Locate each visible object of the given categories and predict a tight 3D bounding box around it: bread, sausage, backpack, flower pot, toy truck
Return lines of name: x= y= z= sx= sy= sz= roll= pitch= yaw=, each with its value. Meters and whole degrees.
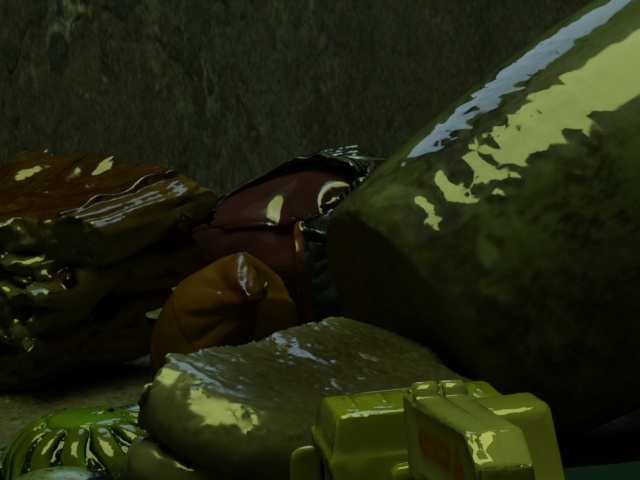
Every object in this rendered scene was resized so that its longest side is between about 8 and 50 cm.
bread: x=-0.309 y=0.051 z=1.763 sx=0.314 sy=0.192 sz=0.370 roll=9 pitch=26 yaw=44
sausage: x=-0.064 y=0.078 z=1.239 sx=0.112 sy=0.112 sz=0.328 roll=-5 pitch=-17 yaw=-4
backpack: x=0.000 y=0.000 z=1.921 sx=0.317 sy=0.197 sz=0.283 roll=-2 pitch=8 yaw=25
bread: x=0.024 y=0.121 z=1.080 sx=0.183 sy=0.102 sz=0.337 roll=16 pitch=8 yaw=20
flower pot: x=0.197 y=-0.005 z=1.306 sx=0.330 sy=0.294 sz=0.293 roll=-33 pitch=16 yaw=-18
toy truck: x=0.061 y=0.136 z=0.824 sx=0.124 sy=0.157 sz=0.272 roll=-4 pitch=7 yaw=-8
bread: x=-0.156 y=0.152 z=1.239 sx=0.130 sy=0.071 sz=0.139 roll=-12 pitch=8 yaw=-23

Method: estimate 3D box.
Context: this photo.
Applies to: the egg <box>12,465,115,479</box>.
egg: x=-0.139 y=0.168 z=1.002 sx=0.110 sy=0.085 sz=0.085 roll=1 pitch=3 yaw=-30

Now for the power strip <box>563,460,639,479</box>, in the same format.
power strip: x=0.200 y=0.157 z=1.108 sx=0.123 sy=0.032 sz=0.056 roll=-5 pitch=6 yaw=-2

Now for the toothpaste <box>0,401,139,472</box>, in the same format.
toothpaste: x=-0.172 y=0.151 z=1.411 sx=0.216 sy=0.037 sz=0.062 roll=-12 pitch=9 yaw=-25
